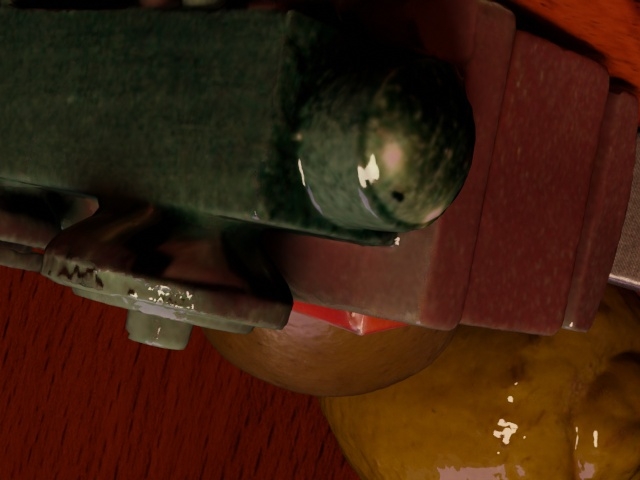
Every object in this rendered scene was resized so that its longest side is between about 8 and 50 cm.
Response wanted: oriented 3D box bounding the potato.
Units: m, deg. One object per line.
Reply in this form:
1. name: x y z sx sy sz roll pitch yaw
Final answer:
1. potato: 0.000 0.000 0.875 0.203 0.178 0.158 41 165 12

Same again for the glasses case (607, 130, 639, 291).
1. glasses case: 0.163 -0.006 0.609 0.205 0.070 0.047 16 179 5

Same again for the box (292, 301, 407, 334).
1. box: 0.056 0.000 0.732 0.229 0.050 0.123 -8 -165 -40

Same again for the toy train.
1. toy train: -0.043 -0.040 0.532 0.304 0.150 0.221 11 180 42

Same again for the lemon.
1. lemon: 0.139 0.122 1.124 0.285 0.285 0.316 18 156 -15
